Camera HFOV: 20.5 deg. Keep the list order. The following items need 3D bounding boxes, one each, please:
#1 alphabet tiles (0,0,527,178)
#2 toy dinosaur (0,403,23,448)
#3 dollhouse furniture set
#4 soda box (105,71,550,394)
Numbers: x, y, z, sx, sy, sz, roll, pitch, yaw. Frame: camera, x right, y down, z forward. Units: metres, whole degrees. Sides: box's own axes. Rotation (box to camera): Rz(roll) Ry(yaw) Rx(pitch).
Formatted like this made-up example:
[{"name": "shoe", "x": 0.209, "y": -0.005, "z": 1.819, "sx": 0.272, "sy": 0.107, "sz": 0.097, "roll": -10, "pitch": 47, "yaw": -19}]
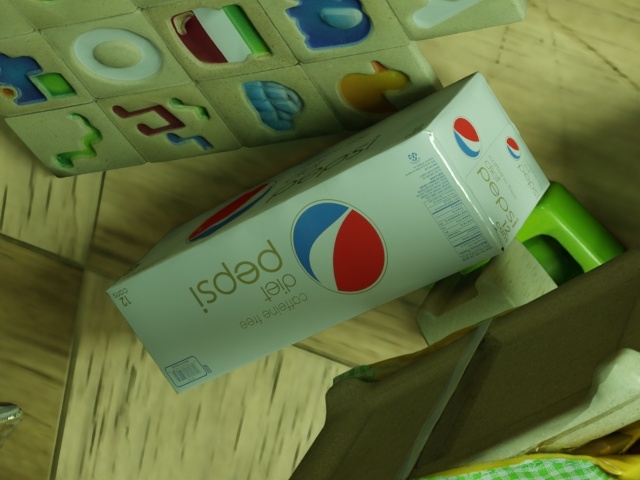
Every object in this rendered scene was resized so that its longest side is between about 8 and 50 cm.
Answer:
[{"name": "alphabet tiles", "x": -0.094, "y": -0.126, "z": 0.802, "sx": 0.343, "sy": 0.011, "sz": 0.285, "roll": -8, "pitch": 144, "yaw": 24}, {"name": "toy dinosaur", "x": -0.275, "y": 0.064, "z": 1.020, "sx": 0.211, "sy": 0.064, "sz": 0.112, "roll": 23, "pitch": 122, "yaw": 9}, {"name": "dollhouse furniture set", "x": 0.119, "y": 0.083, "z": 0.742, "sx": 0.197, "sy": 0.301, "sz": 0.151, "roll": -30, "pitch": 100, "yaw": 29}, {"name": "soda box", "x": 0.000, "y": 0.000, "z": 0.866, "sx": 0.216, "sy": 0.074, "sz": 0.069, "roll": -25, "pitch": 104, "yaw": 35}]
